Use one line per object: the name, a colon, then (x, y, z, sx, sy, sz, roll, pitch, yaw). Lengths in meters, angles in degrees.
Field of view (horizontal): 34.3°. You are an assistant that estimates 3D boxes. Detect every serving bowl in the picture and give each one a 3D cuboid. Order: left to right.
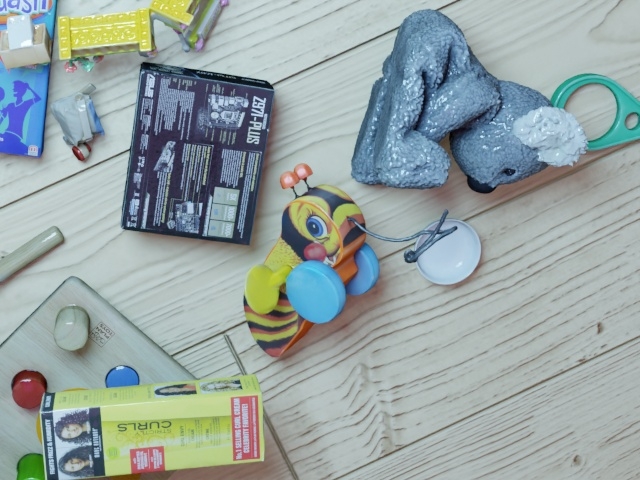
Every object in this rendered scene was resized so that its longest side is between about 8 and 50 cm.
serving bowl: (0.152, 0.011, 1.267, 0.083, 0.027, 0.083, -2, 106, -8)

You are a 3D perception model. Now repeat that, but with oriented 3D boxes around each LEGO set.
LEGO set: (-0.190, -0.237, 1.096, 0.287, 0.107, 0.132, -41, 79, -6)

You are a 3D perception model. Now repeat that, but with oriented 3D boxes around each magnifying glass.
magnifying glass: (0.388, -0.144, 1.266, 0.231, 0.026, 0.092, 9, 104, -13)

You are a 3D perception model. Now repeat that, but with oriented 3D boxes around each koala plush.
koala plush: (0.173, -0.134, 1.151, 0.221, 0.196, 0.203, 15, 92, -10)

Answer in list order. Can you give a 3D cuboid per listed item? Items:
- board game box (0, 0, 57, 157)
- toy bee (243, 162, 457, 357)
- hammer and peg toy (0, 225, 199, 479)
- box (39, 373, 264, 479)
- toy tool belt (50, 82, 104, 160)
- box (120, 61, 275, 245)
board game box: (-0.368, -0.204, 1.107, 0.160, 0.047, 0.210, 6, 104, -12)
toy bee: (0.000, 0.000, 1.164, 0.298, 0.195, 0.162, -38, 87, 20)
hammer and peg toy: (-0.311, 0.168, 1.180, 0.266, 0.127, 0.361, -44, 108, 4)
box: (-0.179, 0.201, 1.117, 0.232, 0.058, 0.087, -3, 104, -11)
toy tool belt: (-0.258, -0.131, 1.145, 0.051, 0.052, 0.083, -39, 144, -23)
box: (-0.139, -0.098, 1.160, 0.147, 0.077, 0.180, 7, 105, -11)
